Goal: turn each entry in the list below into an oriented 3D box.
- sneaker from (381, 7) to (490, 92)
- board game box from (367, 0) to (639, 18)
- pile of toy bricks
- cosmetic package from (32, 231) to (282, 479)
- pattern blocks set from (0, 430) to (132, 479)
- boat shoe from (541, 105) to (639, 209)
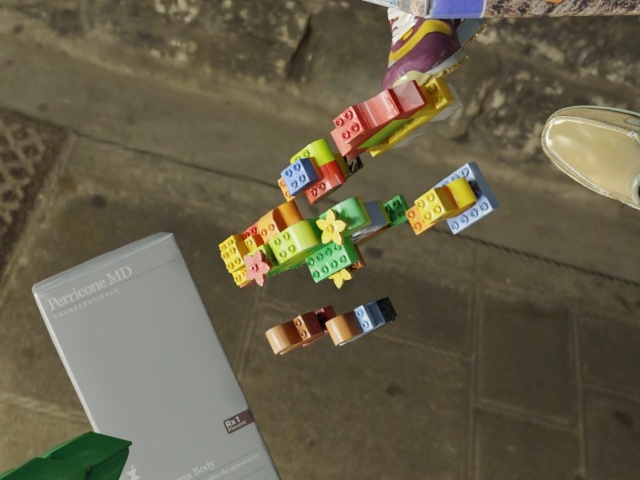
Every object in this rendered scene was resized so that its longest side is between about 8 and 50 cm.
[{"bbox_3d":[0.073,-0.169,0.783,0.084,0.069,0.185,51,33,-12],"label":"sneaker"},{"bbox_3d":[0.115,-0.199,0.504,0.291,0.141,0.232,-7,23,-28],"label":"board game box"},{"bbox_3d":[0.000,0.000,0.607,0.105,0.212,0.118,-14,74,-49],"label":"pile of toy bricks"},{"bbox_3d":[-0.138,0.121,0.857,0.127,0.107,0.238,-26,101,-14],"label":"cosmetic package"},{"bbox_3d":[-0.060,0.223,0.301,0.285,0.026,0.325,-3,73,-57],"label":"pattern blocks set"},{"bbox_3d":[0.240,-0.050,0.744,0.190,0.068,0.072,25,25,30],"label":"boat shoe"}]
